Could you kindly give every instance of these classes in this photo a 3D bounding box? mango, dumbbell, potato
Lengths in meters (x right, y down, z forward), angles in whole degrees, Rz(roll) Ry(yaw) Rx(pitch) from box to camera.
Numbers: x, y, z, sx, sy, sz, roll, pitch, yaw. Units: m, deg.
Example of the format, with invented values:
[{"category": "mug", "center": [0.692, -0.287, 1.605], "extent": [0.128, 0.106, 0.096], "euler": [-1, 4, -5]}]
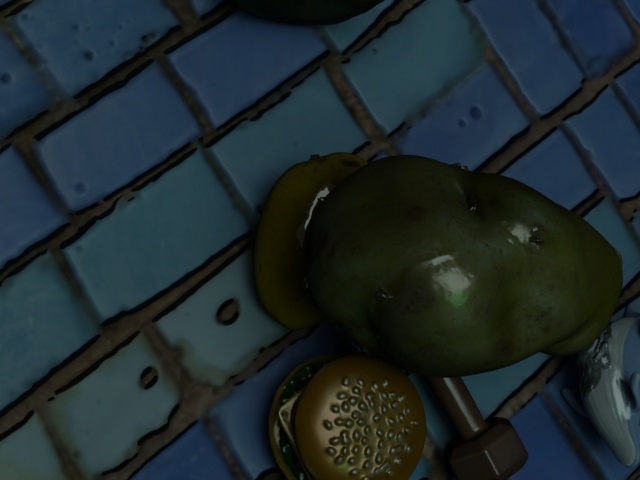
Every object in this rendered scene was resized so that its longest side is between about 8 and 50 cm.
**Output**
[{"category": "mango", "center": [0.000, 0.000, 1.408], "extent": [0.137, 0.098, 0.195], "euler": [22, 77, -24]}, {"category": "dumbbell", "center": [0.136, 0.156, 1.451], "extent": [0.082, 0.092, 0.231], "euler": [-29, 95, 1]}, {"category": "potato", "center": [0.151, 0.030, 1.327], "extent": [0.351, 0.218, 0.203], "euler": [-1, 116, -32]}]

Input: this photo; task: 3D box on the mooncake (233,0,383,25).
[{"category": "mooncake", "center": [-0.011, -0.292, 1.415], "extent": [0.168, 0.175, 0.104], "euler": [0, 83, 17]}]

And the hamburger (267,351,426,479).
[{"category": "hamburger", "center": [0.027, 0.190, 1.374], "extent": [0.162, 0.115, 0.162], "euler": [4, 81, -23]}]

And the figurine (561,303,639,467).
[{"category": "figurine", "center": [0.370, 0.159, 1.539], "extent": [0.183, 0.128, 0.208], "euler": [29, 65, -20]}]
